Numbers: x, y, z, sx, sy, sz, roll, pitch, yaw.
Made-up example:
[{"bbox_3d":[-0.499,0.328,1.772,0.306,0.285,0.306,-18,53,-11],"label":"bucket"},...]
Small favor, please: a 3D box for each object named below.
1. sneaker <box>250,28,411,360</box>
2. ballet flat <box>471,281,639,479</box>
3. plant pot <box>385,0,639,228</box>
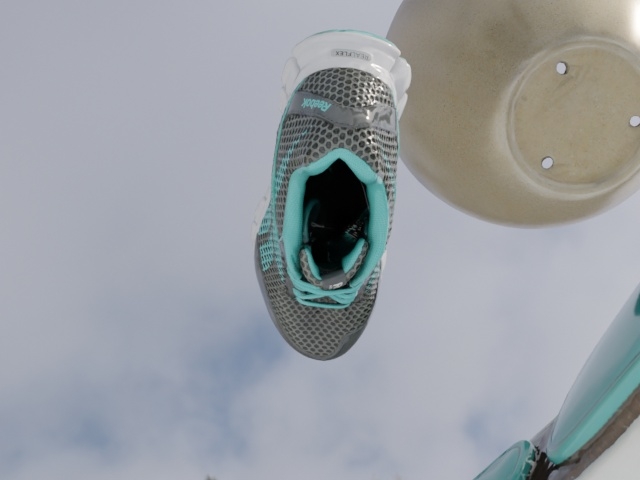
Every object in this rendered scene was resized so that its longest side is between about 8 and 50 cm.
[{"bbox_3d":[0.000,0.000,0.444,0.065,0.076,0.166,3,-48,1],"label":"sneaker"},{"bbox_3d":[0.148,0.123,0.512,0.139,0.139,0.400,13,-54,-29],"label":"ballet flat"},{"bbox_3d":[0.202,-0.127,0.952,0.284,0.191,0.284,-1,-71,-3],"label":"plant pot"}]
